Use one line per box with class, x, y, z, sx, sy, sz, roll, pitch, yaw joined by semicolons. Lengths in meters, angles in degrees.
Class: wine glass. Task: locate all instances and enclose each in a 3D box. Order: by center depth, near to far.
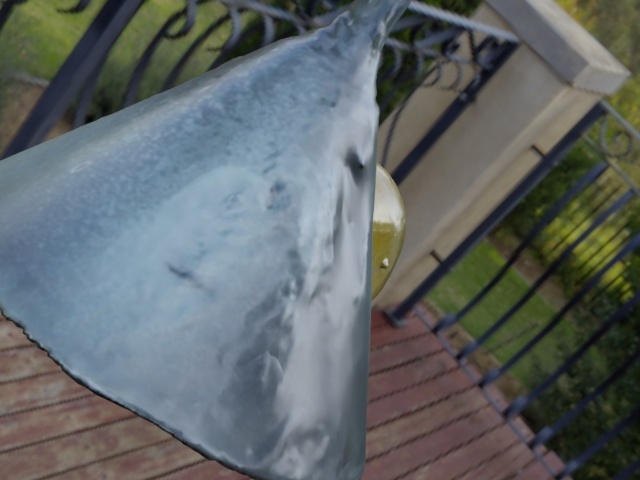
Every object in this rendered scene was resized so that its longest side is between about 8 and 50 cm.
wine glass;0.023;-0.111;0.512;0.267;0.406;0.267;33;10;-6

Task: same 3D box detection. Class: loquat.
loquat;0.000;0.000;0.973;0.149;0.172;0.204;23;37;4
